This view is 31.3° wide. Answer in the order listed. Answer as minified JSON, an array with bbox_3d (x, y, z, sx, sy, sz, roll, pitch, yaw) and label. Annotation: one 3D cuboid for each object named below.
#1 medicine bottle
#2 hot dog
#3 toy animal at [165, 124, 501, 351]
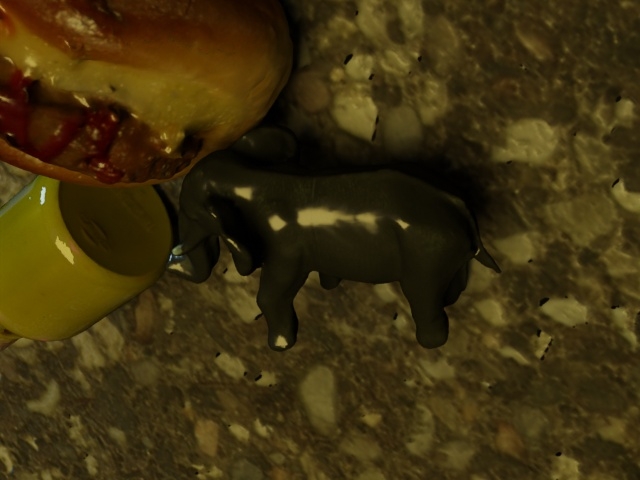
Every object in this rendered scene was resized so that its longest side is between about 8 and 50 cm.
[{"bbox_3d":[-0.227,0.025,0.933,0.212,0.122,0.122,-31,98,36],"label":"medicine bottle"},{"bbox_3d":[-0.211,-0.200,0.747,0.185,0.223,0.405,-38,94,34],"label":"hot dog"},{"bbox_3d":[-0.001,-0.004,0.796,0.245,0.115,0.146,-6,138,10],"label":"toy animal"}]
